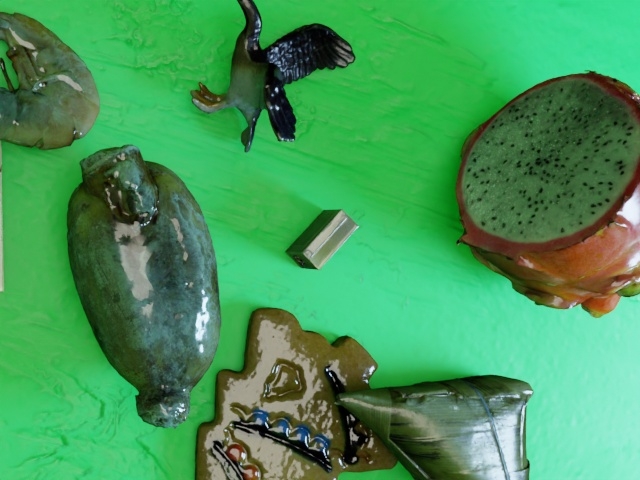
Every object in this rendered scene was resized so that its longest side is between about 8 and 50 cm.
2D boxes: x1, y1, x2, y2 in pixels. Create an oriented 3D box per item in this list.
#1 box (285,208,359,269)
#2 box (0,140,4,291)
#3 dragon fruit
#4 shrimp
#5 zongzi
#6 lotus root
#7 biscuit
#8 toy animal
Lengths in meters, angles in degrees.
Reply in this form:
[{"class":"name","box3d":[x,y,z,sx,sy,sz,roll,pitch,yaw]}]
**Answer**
[{"class":"box","box3d":[0.000,0.000,1.929,0.035,0.079,0.083,45,79,-13]},{"class":"box","box3d":[-0.441,-0.033,1.825,0.109,0.029,0.198,-2,91,-16]},{"class":"dragon fruit","box3d":[0.335,-0.041,1.945,0.305,0.305,0.226,-55,132,-10]},{"class":"shrimp","box3d":[-0.406,-0.201,1.807,0.289,0.075,0.178,2,71,-16]},{"class":"zongzi","box3d":[0.144,0.304,1.930,0.274,0.125,0.250,-2,86,-30]},{"class":"lotus root","box3d":[-0.210,0.055,1.831,0.175,0.175,0.349,-12,97,-16]},{"class":"biscuit","box3d":[-0.044,0.249,1.935,0.278,0.043,0.301,44,79,-12]},{"class":"toy animal","box3d":[-0.089,-0.210,1.868,0.160,0.272,0.197,-35,108,23]}]
